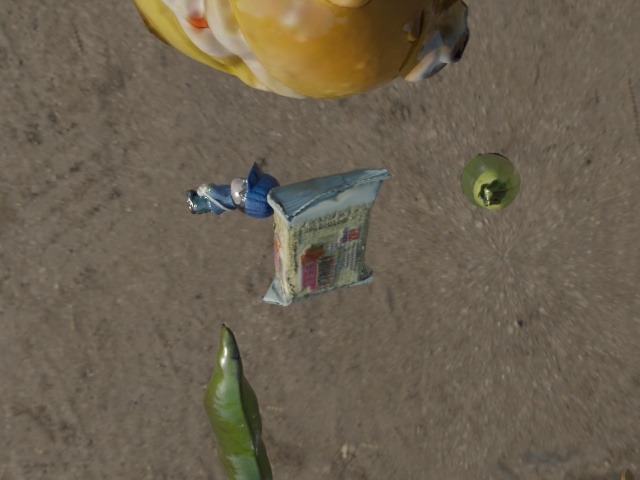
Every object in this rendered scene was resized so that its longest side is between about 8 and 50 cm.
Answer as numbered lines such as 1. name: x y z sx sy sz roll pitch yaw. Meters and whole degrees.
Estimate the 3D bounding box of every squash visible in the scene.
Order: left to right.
1. squash: 0.259 -0.079 1.409 0.094 0.224 0.094 2 101 9

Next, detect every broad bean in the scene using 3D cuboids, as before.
1. broad bean: -0.103 0.238 1.147 0.061 0.338 0.077 -28 41 -24

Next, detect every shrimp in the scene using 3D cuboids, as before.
1. shrimp: 0.496 0.422 1.490 0.023 0.059 0.108 -8 60 27

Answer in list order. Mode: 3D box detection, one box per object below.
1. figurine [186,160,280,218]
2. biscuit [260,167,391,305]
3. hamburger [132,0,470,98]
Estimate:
1. figurine: -0.135 -0.069 1.451 0.149 0.086 0.087 -13 82 15
2. biscuit: 0.005 -0.001 1.366 0.186 0.309 0.079 -12 57 -12
3. hamburger: 0.009 -0.236 0.710 0.237 0.276 0.276 19 93 36
